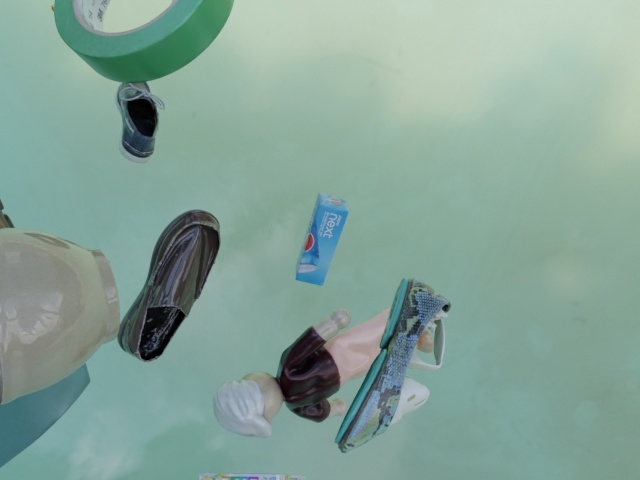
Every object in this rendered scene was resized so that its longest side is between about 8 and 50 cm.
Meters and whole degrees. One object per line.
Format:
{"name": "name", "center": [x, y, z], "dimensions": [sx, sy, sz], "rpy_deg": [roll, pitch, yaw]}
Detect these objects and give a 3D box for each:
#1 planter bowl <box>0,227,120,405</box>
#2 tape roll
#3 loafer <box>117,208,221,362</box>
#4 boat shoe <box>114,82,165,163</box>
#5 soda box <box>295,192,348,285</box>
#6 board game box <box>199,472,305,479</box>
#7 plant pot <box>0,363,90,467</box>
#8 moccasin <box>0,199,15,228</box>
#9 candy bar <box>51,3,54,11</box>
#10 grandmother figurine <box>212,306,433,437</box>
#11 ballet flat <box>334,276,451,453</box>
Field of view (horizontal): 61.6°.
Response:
{"name": "planter bowl", "center": [-0.261, 0.062, 0.515], "dimensions": [0.109, 0.162, 0.161], "rpy_deg": [-8, 70, -38]}
{"name": "tape roll", "center": [-0.311, -0.436, 0.950], "dimensions": [0.322, 0.077, 0.320], "rpy_deg": [-6, 69, 15]}
{"name": "loafer", "center": [-0.308, 0.110, 1.161], "dimensions": [0.134, 0.130, 0.365], "rpy_deg": [21, 98, -37]}
{"name": "boat shoe", "center": [-0.386, -0.277, 1.143], "dimensions": [0.095, 0.079, 0.254], "rpy_deg": [19, 43, -31]}
{"name": "soda box", "center": [0.000, 0.000, 1.268], "dimensions": [0.071, 0.210, 0.067], "rpy_deg": [13, 26, -10]}
{"name": "board game box", "center": [-0.086, 0.328, 0.720], "dimensions": [0.104, 0.154, 0.026], "rpy_deg": [-4, 65, 10]}
{"name": "plant pot", "center": [-0.509, 0.230, 0.855], "dimensions": [0.166, 0.165, 0.234], "rpy_deg": [19, 35, 32]}
{"name": "moccasin", "center": [-0.440, -0.018, 0.593], "dimensions": [0.147, 0.139, 0.379], "rpy_deg": [-37, 118, -37]}
{"name": "candy bar", "center": [-0.606, -0.523, 1.342], "dimensions": [0.161, 0.018, 0.040], "rpy_deg": [49, 27, -14]}
{"name": "grandmother figurine", "center": [0.009, 0.186, 0.787], "dimensions": [0.343, 0.104, 0.207], "rpy_deg": [-20, 116, -24]}
{"name": "ballet flat", "center": [0.076, 0.113, 0.486], "dimensions": [0.070, 0.070, 0.188], "rpy_deg": [28, 56, 2]}
